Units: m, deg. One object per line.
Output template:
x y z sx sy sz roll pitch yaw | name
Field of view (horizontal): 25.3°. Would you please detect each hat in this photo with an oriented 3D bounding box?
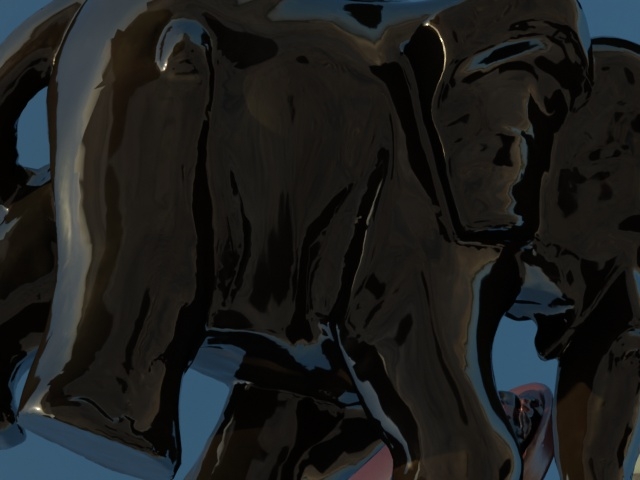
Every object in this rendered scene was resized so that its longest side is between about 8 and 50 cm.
0.070 0.162 0.942 0.089 0.205 0.205 40 -101 -2 | hat

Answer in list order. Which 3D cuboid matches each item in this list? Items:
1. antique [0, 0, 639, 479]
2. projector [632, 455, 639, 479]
0.000 0.000 0.602 0.322 0.185 0.255 23 -113 0 | antique
0.311 0.187 1.102 0.163 0.177 0.243 35 -101 -25 | projector
